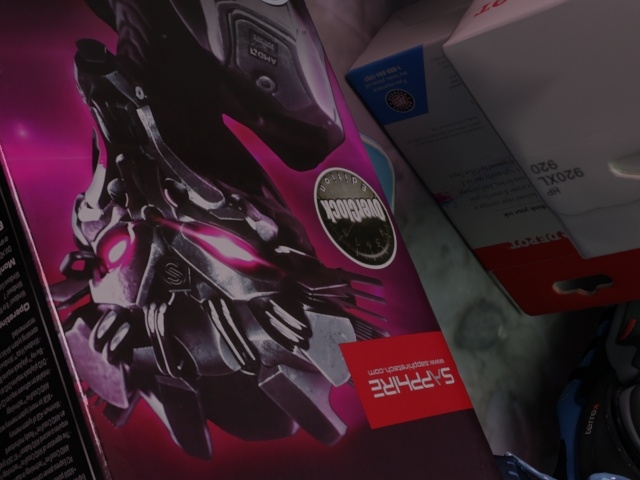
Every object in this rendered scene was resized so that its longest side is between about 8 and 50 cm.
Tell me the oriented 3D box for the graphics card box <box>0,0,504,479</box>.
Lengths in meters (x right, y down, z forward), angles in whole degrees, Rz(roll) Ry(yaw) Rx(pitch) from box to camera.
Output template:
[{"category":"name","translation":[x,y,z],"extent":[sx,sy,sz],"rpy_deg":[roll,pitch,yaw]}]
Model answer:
[{"category":"graphics card box","translation":[-0.062,0.017,0.620],"extent":[0.233,0.094,0.371],"rpy_deg":[-3,64,-47]}]

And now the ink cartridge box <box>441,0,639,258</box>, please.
[{"category":"ink cartridge box","translation":[0.215,-0.135,0.777],"extent":[0.168,0.171,0.232],"rpy_deg":[51,49,-21]}]

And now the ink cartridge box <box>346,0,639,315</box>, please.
[{"category":"ink cartridge box","translation":[0.142,-0.061,0.905],"extent":[0.231,0.134,0.078],"rpy_deg":[52,50,-22]}]

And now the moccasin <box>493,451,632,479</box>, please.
[{"category":"moccasin","translation":[0.160,0.207,0.804],"extent":[0.342,0.117,0.137],"rpy_deg":[54,24,-53]}]

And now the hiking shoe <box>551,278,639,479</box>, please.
[{"category":"hiking shoe","translation":[0.221,0.090,0.973],"extent":[0.113,0.132,0.304],"rpy_deg":[42,31,-3]}]

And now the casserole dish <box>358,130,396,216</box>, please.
[{"category":"casserole dish","translation":[0.000,0.000,0.829],"extent":[0.114,0.037,0.188],"rpy_deg":[24,64,-37]}]
